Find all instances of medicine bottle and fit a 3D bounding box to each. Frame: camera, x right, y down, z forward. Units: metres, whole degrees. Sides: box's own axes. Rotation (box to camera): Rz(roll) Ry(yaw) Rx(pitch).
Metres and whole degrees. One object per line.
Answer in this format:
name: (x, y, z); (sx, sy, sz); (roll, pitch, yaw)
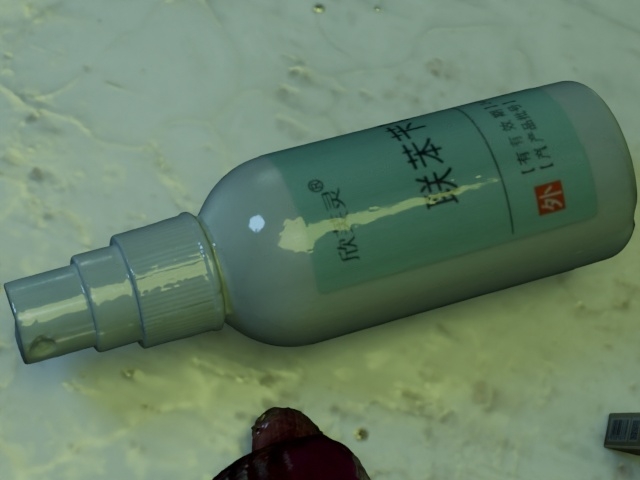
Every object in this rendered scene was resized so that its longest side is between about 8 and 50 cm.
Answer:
medicine bottle: (0.000, 0.000, 0.880); (0.351, 0.110, 0.110); (-15, 79, -15)

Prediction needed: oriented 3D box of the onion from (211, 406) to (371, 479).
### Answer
onion: (-0.023, 0.171, 0.824); (0.135, 0.173, 0.198); (-22, 37, -6)

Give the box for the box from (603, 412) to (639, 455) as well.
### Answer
box: (0.203, 0.115, 0.905); (0.053, 0.083, 0.024); (14, 80, -9)
